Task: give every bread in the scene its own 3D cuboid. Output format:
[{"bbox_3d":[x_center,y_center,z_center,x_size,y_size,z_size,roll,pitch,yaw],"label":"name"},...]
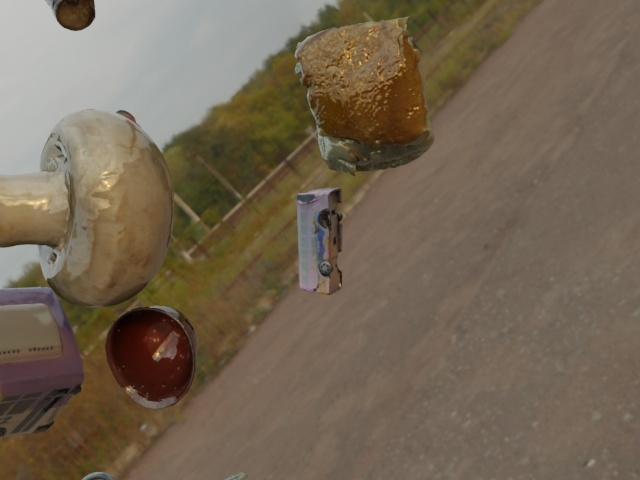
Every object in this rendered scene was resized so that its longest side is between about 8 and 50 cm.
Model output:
[{"bbox_3d":[0.089,-0.274,1.618,0.250,0.279,0.225,-12,4,7],"label":"bread"}]

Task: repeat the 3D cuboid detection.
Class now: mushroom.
[{"bbox_3d":[-0.366,-0.045,1.197,0.290,0.298,0.297,-2,-20,-33],"label":"mushroom"}]

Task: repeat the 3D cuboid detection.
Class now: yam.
[{"bbox_3d":[-0.708,-0.699,2.257,0.131,0.280,0.131,-21,-38,-17],"label":"yam"}]

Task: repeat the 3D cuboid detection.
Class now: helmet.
[{"bbox_3d":[-0.263,0.182,1.360,0.154,0.175,0.106,-7,9,13],"label":"helmet"}]

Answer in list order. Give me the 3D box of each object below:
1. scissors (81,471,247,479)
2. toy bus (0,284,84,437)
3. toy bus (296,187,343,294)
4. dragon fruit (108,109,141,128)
[{"bbox_3d":[-0.303,0.536,1.573,0.383,0.256,0.029,-21,-24,15],"label":"scissors"},{"bbox_3d":[-0.603,0.204,1.290,0.439,0.209,0.249,2,-37,-50],"label":"toy bus"},{"bbox_3d":[0.000,0.000,2.132,0.112,0.274,0.090,6,15,27],"label":"toy bus"},{"bbox_3d":[-0.582,-0.273,2.321,0.172,0.160,0.167,-37,17,39],"label":"dragon fruit"}]
